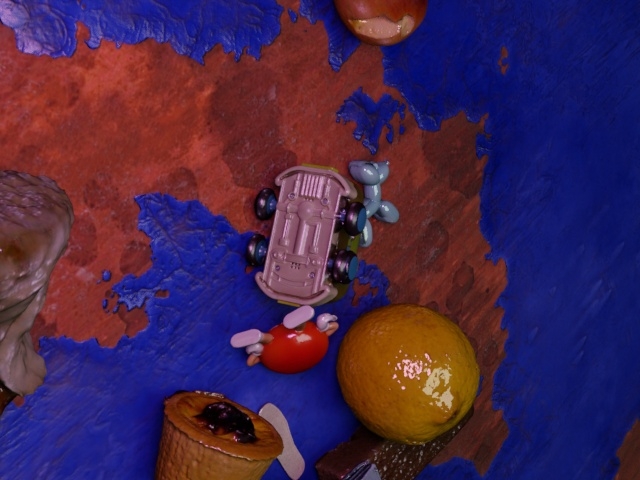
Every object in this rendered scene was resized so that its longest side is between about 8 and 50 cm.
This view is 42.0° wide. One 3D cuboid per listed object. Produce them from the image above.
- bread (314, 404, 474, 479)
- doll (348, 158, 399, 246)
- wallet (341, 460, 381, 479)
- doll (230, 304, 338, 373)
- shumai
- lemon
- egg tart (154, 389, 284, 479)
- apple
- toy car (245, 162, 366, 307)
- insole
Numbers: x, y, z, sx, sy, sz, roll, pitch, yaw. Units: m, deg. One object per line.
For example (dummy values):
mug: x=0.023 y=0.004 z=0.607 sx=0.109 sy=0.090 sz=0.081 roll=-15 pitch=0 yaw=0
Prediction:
bread: x=0.169 y=0.417 z=1.772 sx=0.417 sy=0.113 sz=0.165 roll=-35 pitch=121 yaw=-35
doll: x=0.095 y=-0.086 z=1.646 sx=0.159 sy=0.059 sz=0.158 roll=-44 pitch=125 yaw=-27
wallet: x=0.040 y=0.598 z=1.568 sx=0.290 sy=0.054 sz=0.251 roll=-37 pitch=122 yaw=-38
doll: x=-0.050 y=0.181 z=1.507 sx=0.183 sy=0.085 sz=0.217 roll=-25 pitch=150 yaw=9
shumai: x=-0.480 y=0.096 z=0.993 sx=0.398 sy=0.324 sz=0.323 roll=-21 pitch=126 yaw=-34
lemon: x=0.168 y=0.255 z=1.624 sx=0.293 sy=0.293 sz=0.292 roll=-9 pitch=104 yaw=-42
egg tart: x=-0.180 y=0.351 z=1.382 sx=0.215 sy=0.215 sz=0.170 roll=17 pitch=99 yaw=-43
apple: x=0.110 y=-0.446 z=1.521 sx=0.199 sy=0.199 sz=0.199 roll=-9 pitch=104 yaw=-42
toy car: x=0.000 y=0.000 z=1.509 sx=0.198 sy=0.204 sz=0.247 roll=19 pitch=82 yaw=-66
insole: x=-0.075 y=0.390 z=1.607 sx=0.063 sy=0.010 sz=0.192 roll=-43 pitch=124 yaw=-29
